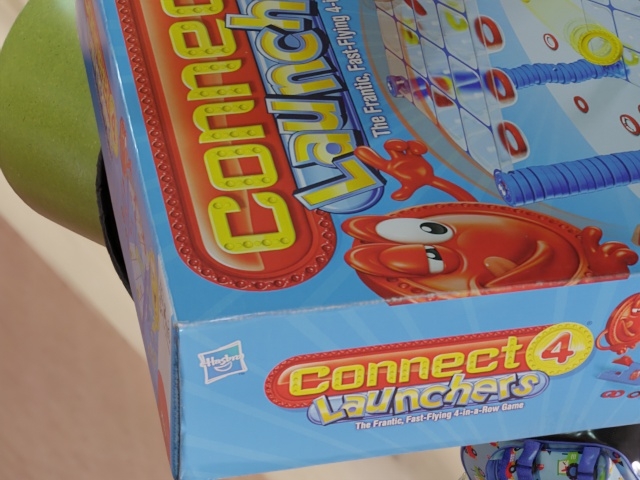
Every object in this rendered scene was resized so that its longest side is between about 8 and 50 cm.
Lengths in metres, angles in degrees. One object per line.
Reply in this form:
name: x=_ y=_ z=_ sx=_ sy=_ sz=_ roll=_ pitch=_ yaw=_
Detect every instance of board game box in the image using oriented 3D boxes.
board game box: x=0.061 y=-0.054 z=0.824 sx=0.308 sy=0.302 sz=0.086 roll=-109 pitch=-163 yaw=-46

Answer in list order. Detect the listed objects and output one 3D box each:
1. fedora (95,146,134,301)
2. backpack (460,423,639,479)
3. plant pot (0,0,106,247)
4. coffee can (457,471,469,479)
fedora: x=0.000 y=0.000 z=1.341 sx=0.334 sy=0.334 sz=0.152 roll=45 pitch=16 yaw=-31
backpack: x=0.169 y=0.154 z=1.319 sx=0.173 sy=0.117 sz=0.158 roll=2 pitch=-40 yaw=39
plant pot: x=-0.082 y=-0.078 z=1.571 sx=0.293 sy=0.274 sz=0.275 roll=34 pitch=-6 yaw=45
coffee can: x=0.277 y=0.205 z=1.795 sx=0.202 sy=0.275 sz=0.201 roll=23 pitch=36 yaw=-18
